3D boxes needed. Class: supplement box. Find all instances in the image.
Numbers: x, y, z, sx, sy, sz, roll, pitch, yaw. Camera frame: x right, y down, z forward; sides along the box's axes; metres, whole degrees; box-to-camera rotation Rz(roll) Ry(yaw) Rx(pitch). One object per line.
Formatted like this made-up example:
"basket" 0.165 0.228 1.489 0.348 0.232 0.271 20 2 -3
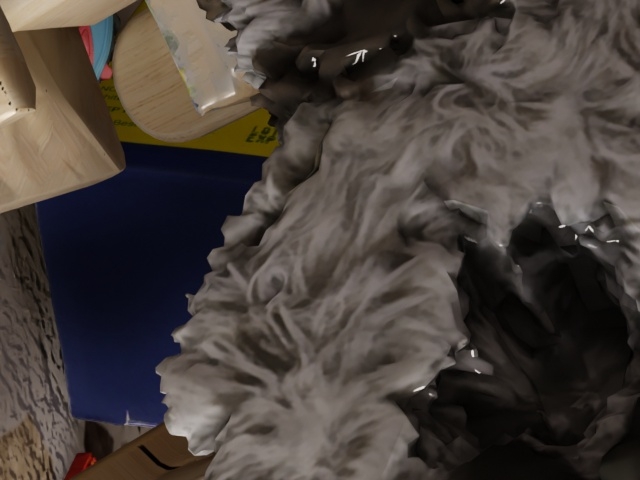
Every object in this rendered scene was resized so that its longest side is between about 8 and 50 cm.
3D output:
"supplement box" -0.018 -0.057 0.954 0.356 0.194 0.195 -67 160 -50

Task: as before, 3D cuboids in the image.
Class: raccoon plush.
"raccoon plush" 0.117 0.037 0.505 0.299 0.216 0.446 50 30 -44

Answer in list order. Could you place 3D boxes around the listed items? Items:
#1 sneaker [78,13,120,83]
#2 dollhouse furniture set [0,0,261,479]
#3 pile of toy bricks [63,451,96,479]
"sneaker" -0.174 -0.155 0.774 0.125 0.104 0.262 20 71 -38
"dollhouse furniture set" -0.144 -0.023 0.567 0.394 0.256 0.362 66 26 -1
"pile of toy bricks" -0.088 0.230 0.860 0.118 0.105 0.212 -73 153 -58
